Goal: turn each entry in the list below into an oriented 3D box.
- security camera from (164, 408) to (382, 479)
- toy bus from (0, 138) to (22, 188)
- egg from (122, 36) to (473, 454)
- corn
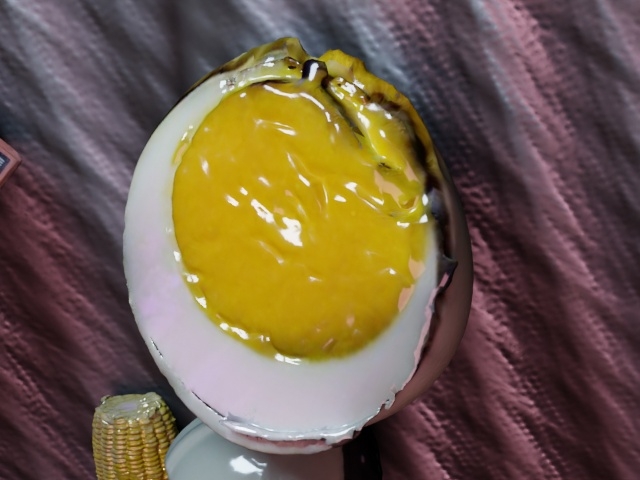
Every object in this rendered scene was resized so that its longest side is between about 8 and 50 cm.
[{"bbox_3d":[-0.031,0.256,1.029,0.191,0.197,0.277,-4,108,4],"label":"security camera"},{"bbox_3d":[-0.448,0.001,0.967,0.233,0.203,0.427,39,117,-14],"label":"toy bus"},{"bbox_3d":[-0.003,0.003,0.910,0.264,0.174,0.286,-27,82,24],"label":"egg"},{"bbox_3d":[-0.158,0.214,1.091,0.085,0.063,0.165,1,116,13],"label":"corn"}]
